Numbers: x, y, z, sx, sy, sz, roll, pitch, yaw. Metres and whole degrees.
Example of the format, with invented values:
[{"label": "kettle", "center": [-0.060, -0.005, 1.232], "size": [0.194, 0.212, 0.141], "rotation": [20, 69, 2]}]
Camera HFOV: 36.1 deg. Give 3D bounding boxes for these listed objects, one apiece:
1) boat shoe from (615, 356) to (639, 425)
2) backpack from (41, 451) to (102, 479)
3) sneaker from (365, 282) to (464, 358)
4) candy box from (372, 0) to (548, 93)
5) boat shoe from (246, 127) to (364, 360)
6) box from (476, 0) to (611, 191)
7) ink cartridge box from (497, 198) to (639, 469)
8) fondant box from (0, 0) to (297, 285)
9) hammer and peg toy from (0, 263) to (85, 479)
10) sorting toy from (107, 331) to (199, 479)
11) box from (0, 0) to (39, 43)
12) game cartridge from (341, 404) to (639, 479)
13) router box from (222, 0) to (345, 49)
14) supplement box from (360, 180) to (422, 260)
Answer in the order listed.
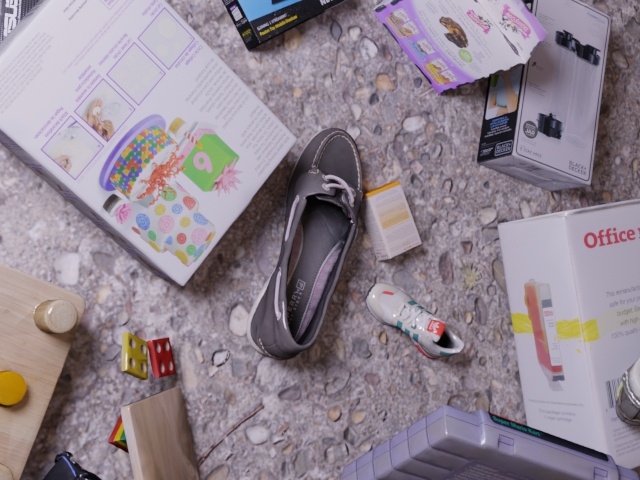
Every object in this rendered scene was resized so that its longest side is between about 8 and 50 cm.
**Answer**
[{"label": "boat shoe", "center": [0.534, 0.168, 1.418], "size": [0.305, 0.091, 0.109], "rotation": [-27, 63, -33]}, {"label": "backpack", "center": [-0.265, 0.313, 1.111], "size": [0.114, 0.105, 0.084], "rotation": [46, 75, -26]}, {"label": "sneaker", "center": [0.138, 0.111, 1.384], "size": [0.161, 0.075, 0.057], "rotation": [41, 66, -21]}, {"label": "candy box", "center": [0.195, -0.309, 1.390], "size": [0.165, 0.196, 0.070], "rotation": [48, 64, -18]}, {"label": "boat shoe", "center": [0.000, 0.000, 1.302], "size": [0.112, 0.095, 0.335], "rotation": [26, 73, -26]}, {"label": "box", "center": [0.354, -0.240, 1.541], "size": [0.169, 0.087, 0.290], "rotation": [15, 78, -28]}, {"label": "ink cartridge box", "center": [0.449, 0.135, 1.516], "size": [0.279, 0.160, 0.385], "rotation": [-9, 90, -31]}, {"label": "fondant box", "center": [-0.219, -0.141, 1.154], "size": [0.330, 0.096, 0.238], "rotation": [44, 72, -25]}, {"label": "hammer and peg toy", "center": [-0.452, 0.119, 1.007], "size": [0.361, 0.127, 0.266], "rotation": [24, 75, -26]}, {"label": "sorting toy", "center": [-0.201, 0.241, 1.154], "size": [0.132, 0.046, 0.275], "rotation": [-7, 85, -72]}, {"label": "box", "center": [-0.299, -0.300, 1.185], "size": [0.184, 0.045, 0.191], "rotation": [7, 82, -33]}, {"label": "game cartridge", "center": [0.237, 0.327, 1.337], "size": [0.355, 0.230, 0.068], "rotation": [23, 42, -27]}, {"label": "router box", "center": [-0.054, -0.356, 1.335], "size": [0.179, 0.046, 0.133], "rotation": [-34, 102, -29]}, {"label": "supplement box", "center": [0.097, -0.028, 1.396], "size": [0.062, 0.036, 0.098], "rotation": [-23, 97, -31]}]
